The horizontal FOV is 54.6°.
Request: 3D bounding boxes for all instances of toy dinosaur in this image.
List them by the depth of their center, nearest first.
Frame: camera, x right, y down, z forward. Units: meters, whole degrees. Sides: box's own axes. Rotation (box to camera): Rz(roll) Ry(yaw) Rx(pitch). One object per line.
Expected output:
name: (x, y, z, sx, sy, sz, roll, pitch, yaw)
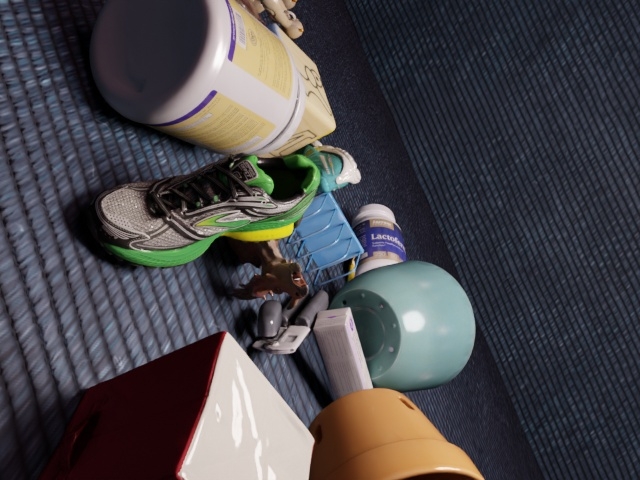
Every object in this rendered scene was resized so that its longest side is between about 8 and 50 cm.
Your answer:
toy dinosaur: (-0.113, 0.007, 1.079, 0.296, 0.127, 0.200, -124, -163, -77)

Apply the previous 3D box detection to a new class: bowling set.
bowling set: (-0.125, -0.542, 1.380, 0.154, 0.287, 0.200, 42, 70, -48)

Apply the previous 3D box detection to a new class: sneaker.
sneaker: (-0.154, -0.066, 0.864, 0.343, 0.146, 0.134, -16, 66, -35)
sneaker: (-0.026, -0.165, 1.398, 0.275, 0.110, 0.107, 21, -42, 57)

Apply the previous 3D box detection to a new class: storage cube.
storage cube: (-0.138, 0.242, 0.627, 0.215, 0.193, 0.184, 56, 22, -24)

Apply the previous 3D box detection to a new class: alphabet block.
alphabet block: (-0.108, -0.310, 1.345, 0.197, 0.193, 0.192, 26, 46, -61)

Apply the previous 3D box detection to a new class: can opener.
can opener: (-0.048, 0.129, 1.133, 0.283, 0.076, 0.095, -45, 135, -70)

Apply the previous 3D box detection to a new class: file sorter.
file sorter: (0.000, 0.000, 1.381, 0.170, 0.118, 0.104, 59, 25, -19)

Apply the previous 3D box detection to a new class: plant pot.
plant pot: (0.096, 0.378, 0.989, 0.291, 0.291, 0.203, 51, 8, -35)
plant pot: (0.147, 0.188, 1.313, 0.235, 0.293, 0.293, 3, 64, -56)

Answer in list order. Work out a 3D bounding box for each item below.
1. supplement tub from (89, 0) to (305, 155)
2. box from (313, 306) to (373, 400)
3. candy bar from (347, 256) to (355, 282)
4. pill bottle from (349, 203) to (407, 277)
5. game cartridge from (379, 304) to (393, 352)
supplement tub: (-0.184, -0.277, 1.037, 0.331, 0.241, 0.241, 14, 55, -66)
box: (0.063, 0.282, 1.183, 0.063, 0.067, 0.324, -68, 144, -63)
candy bar: (0.070, 0.116, 1.464, 0.040, 0.018, 0.161, -69, 164, -80)
pill bottle: (0.153, 0.029, 1.684, 0.153, 0.153, 0.265, 51, 23, -35)
game cartridge: (0.216, 0.207, 1.569, 0.297, 0.198, 0.062, 57, 22, -26)
